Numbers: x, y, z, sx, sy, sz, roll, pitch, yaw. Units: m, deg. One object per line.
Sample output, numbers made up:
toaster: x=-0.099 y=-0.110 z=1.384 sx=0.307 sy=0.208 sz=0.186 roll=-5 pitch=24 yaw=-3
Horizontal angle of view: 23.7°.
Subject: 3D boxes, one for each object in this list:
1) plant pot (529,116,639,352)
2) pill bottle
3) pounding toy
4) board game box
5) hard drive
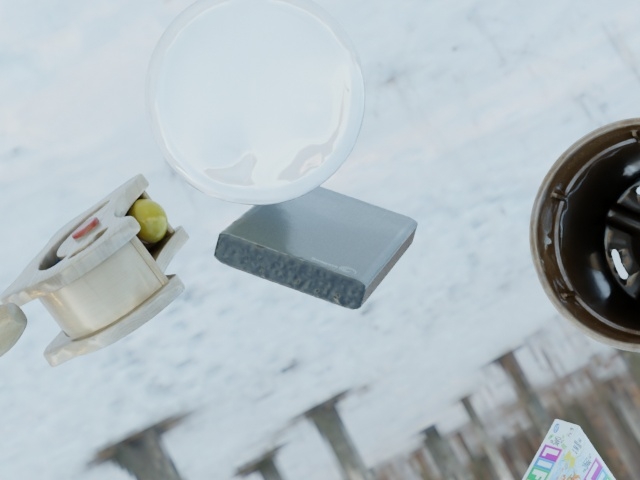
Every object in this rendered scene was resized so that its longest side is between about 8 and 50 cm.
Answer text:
plant pot: x=0.259 y=-0.001 z=1.151 sx=0.167 sy=0.167 sz=0.165 roll=-32 pitch=167 yaw=17
pill bottle: x=-0.037 y=-0.080 z=0.885 sx=0.117 sy=0.118 sz=0.208 roll=-28 pitch=-176 yaw=-1
pounding toy: x=-0.208 y=0.003 z=1.311 sx=0.154 sy=0.155 sz=0.269 roll=-29 pitch=-165 yaw=24
board game box: x=0.224 y=0.243 z=1.354 sx=0.103 sy=0.026 sz=0.154 roll=-58 pitch=135 yaw=-21
hard drive: x=0.000 y=0.000 z=0.950 sx=0.135 sy=0.094 sz=0.022 roll=-46 pitch=153 yaw=-66
